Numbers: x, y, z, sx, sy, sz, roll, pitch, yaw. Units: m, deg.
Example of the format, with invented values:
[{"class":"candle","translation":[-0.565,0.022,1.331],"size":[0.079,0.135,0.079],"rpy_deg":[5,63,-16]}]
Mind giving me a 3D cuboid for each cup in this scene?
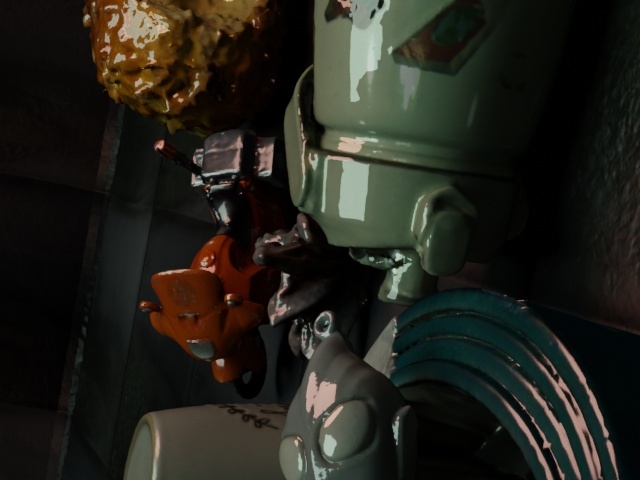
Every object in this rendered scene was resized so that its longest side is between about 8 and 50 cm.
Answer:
[{"class":"cup","translation":[-0.074,0.246,1.269],"size":[0.258,0.234,0.186],"rpy_deg":[162,117,-71]}]

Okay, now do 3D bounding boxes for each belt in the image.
[{"class":"belt","translation":[0.127,0.191,0.812],"size":[0.436,0.173,0.300],"rpy_deg":[26,97,67]}]

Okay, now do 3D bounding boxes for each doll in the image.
[{"class":"doll","translation":[0.020,0.140,0.780],"size":[0.102,0.075,0.227],"rpy_deg":[-30,52,31]}]

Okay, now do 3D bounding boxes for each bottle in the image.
[{"class":"bottle","translation":[0.087,-0.126,1.038],"size":[0.229,0.229,0.352],"rpy_deg":[-155,72,-70]}]

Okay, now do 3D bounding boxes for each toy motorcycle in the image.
[{"class":"toy motorcycle","translation":[-0.110,0.014,1.545],"size":[0.148,0.221,0.326],"rpy_deg":[-6,69,25]}]

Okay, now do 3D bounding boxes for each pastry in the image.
[{"class":"pastry","translation":[-0.180,-0.317,1.775],"size":[0.337,0.292,0.405],"rpy_deg":[120,142,-65]}]

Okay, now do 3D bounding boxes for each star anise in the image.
[{"class":"star anise","translation":[0.001,-0.001,1.358],"size":[0.212,0.129,0.283],"rpy_deg":[-82,13,-65]}]
